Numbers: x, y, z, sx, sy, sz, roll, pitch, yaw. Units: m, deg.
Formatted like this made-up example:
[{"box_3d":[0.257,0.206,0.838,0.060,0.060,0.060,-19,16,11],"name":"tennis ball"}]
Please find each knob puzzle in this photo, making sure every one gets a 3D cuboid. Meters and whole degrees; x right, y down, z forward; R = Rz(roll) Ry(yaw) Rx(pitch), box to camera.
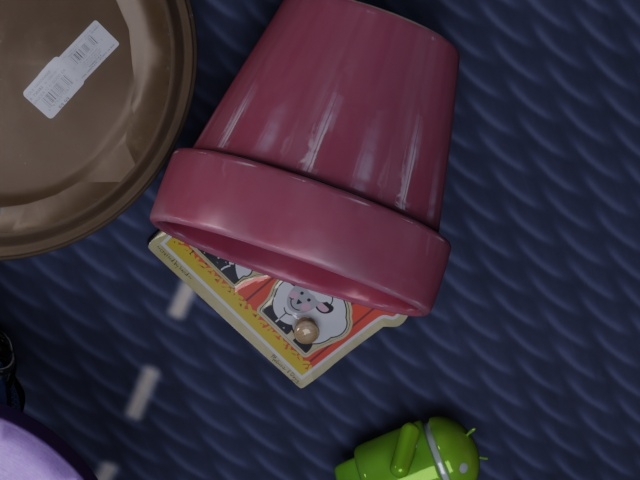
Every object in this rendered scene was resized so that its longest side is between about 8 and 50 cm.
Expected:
[{"box_3d":[0.000,0.000,1.448,0.213,0.030,0.213,-2,113,-4],"name":"knob puzzle"}]

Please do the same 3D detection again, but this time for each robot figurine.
[{"box_3d":[0.071,0.177,1.509,0.115,0.067,0.101,-22,141,5],"name":"robot figurine"}]

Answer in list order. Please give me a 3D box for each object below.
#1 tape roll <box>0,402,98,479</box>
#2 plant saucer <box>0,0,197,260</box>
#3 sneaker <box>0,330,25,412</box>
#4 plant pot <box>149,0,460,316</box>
[{"box_3d":[-0.267,0.242,1.323,0.275,0.090,0.274,0,91,-5],"name":"tape roll"},{"box_3d":[-0.214,-0.122,1.284,0.278,0.041,0.277,-2,98,-15],"name":"plant saucer"},{"box_3d":[-0.278,0.063,1.418,0.147,0.129,0.330,13,116,-25],"name":"sneaker"},{"box_3d":[0.007,-0.063,1.331,0.201,0.201,0.180,21,84,-13],"name":"plant pot"}]
